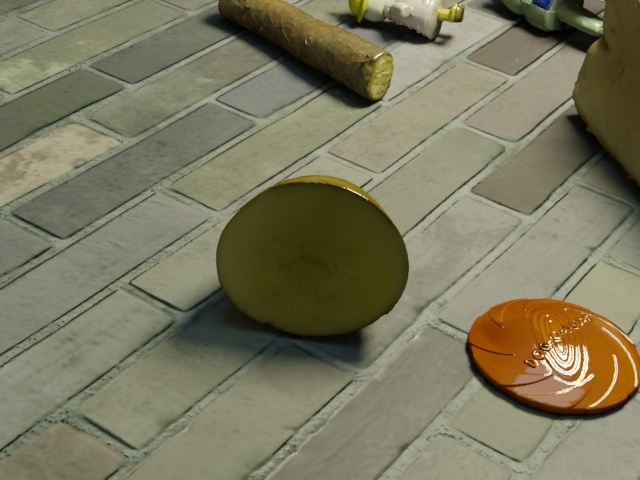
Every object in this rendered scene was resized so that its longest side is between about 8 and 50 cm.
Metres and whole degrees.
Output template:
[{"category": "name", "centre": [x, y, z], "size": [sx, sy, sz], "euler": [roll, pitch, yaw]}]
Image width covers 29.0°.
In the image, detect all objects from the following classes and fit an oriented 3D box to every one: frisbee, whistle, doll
[{"category": "frisbee", "centre": [0.258, 0.115, 1.351], "size": [0.192, 0.035, 0.192], "euler": [5, 34, -3]}, {"category": "whistle", "centre": [0.384, -0.403, 2.078], "size": [0.110, 0.092, 0.244], "euler": [-9, 35, -39]}, {"category": "doll", "centre": [0.132, -0.379, 2.013], "size": [0.207, 0.081, 0.129], "euler": [14, 16, 14]}]

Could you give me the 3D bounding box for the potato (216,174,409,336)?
[{"category": "potato", "centre": [0.000, 0.000, 1.381], "size": [0.203, 0.178, 0.158], "euler": [-14, 15, 13]}]

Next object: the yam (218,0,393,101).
[{"category": "yam", "centre": [-0.029, -0.314, 1.893], "size": [0.081, 0.081, 0.356], "euler": [-25, 45, -38]}]

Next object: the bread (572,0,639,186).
[{"category": "bread", "centre": [0.589, -0.214, 1.679], "size": [0.371, 0.279, 0.390], "euler": [-5, 38, -13]}]
